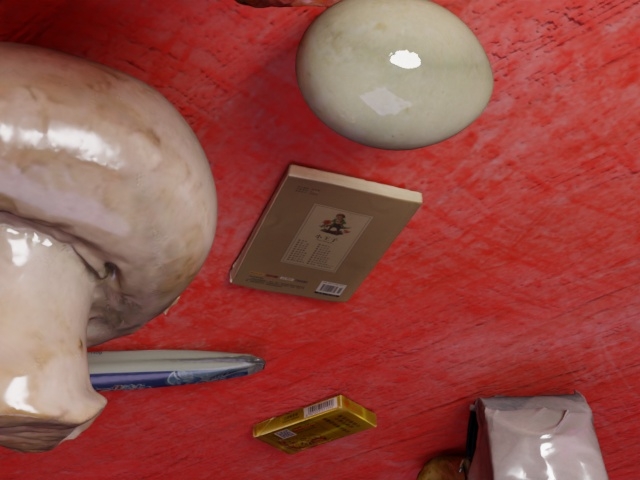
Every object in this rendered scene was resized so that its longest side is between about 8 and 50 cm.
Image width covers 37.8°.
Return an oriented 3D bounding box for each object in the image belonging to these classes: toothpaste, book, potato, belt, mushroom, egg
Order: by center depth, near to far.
[{"bbox_3d":[0.056,-0.124,0.690,0.152,0.114,0.114,4,145,-17],"label":"egg"},{"bbox_3d":[-0.226,0.006,0.707,0.297,0.290,0.297,-2,146,-1],"label":"mushroom"},{"bbox_3d":[0.000,0.000,0.948,0.138,0.016,0.198,11,143,-18],"label":"book"},{"bbox_3d":[-0.201,0.156,1.139,0.268,0.047,0.069,-2,132,-6],"label":"toothpaste"},{"bbox_3d":[0.281,0.415,1.243,0.173,0.300,0.436,-5,106,1],"label":"belt"},{"bbox_3d":[0.232,0.371,1.433,0.170,0.080,0.107,-2,149,-3],"label":"potato"}]

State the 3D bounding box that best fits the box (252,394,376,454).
[{"bbox_3d":[-0.009,0.260,1.311,0.156,0.022,0.089,-26,137,30],"label":"box"}]

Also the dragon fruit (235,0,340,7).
[{"bbox_3d":[0.004,-0.263,0.387,0.250,0.315,0.250,-5,-173,1],"label":"dragon fruit"}]
